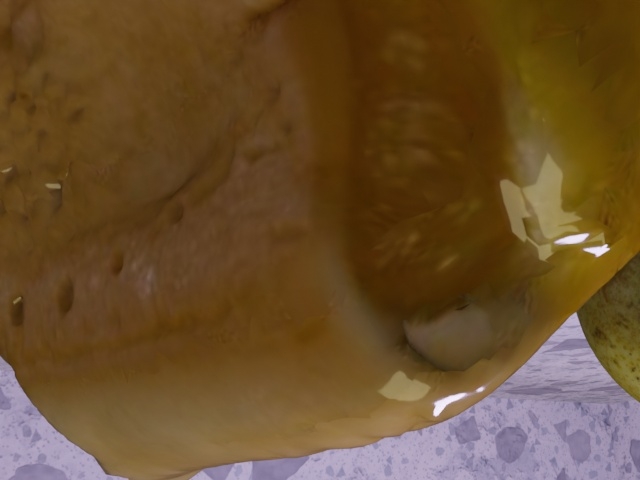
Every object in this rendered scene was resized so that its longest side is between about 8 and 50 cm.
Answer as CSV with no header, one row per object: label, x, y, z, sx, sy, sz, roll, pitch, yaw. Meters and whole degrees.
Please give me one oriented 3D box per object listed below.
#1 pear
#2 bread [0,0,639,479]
pear,0.446,0.076,1.206,0.304,0.304,0.304,-2,164,-1
bread,-0.015,-0.083,0.507,0.250,0.361,0.394,-23,-179,-44
